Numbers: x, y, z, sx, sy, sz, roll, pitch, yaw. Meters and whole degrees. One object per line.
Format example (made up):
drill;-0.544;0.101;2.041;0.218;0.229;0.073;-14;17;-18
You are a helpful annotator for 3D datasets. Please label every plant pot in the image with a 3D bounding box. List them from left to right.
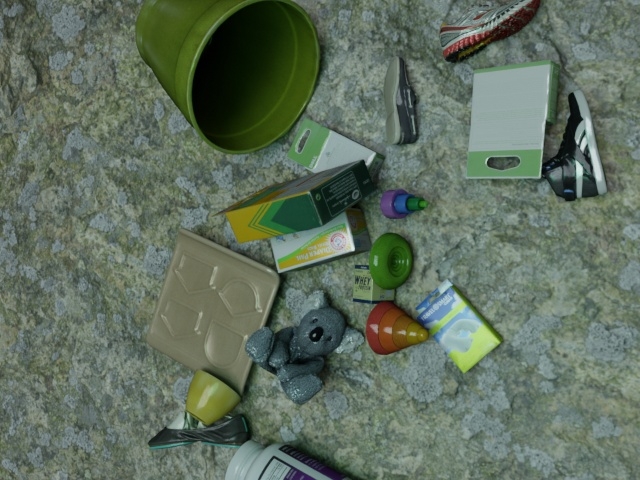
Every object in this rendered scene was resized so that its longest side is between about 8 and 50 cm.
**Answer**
plant pot;-0.276;0.393;1.573;0.134;0.134;0.095;23;63;24
plant pot;-0.254;-0.446;1.527;0.353;0.366;0.367;37;104;33

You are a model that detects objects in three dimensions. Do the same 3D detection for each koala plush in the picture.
koala plush;-0.028;0.237;1.487;0.196;0.203;0.221;43;85;11

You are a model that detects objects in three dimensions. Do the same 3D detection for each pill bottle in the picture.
pill bottle;-0.053;0.583;1.461;0.322;0.181;0.182;20;97;25

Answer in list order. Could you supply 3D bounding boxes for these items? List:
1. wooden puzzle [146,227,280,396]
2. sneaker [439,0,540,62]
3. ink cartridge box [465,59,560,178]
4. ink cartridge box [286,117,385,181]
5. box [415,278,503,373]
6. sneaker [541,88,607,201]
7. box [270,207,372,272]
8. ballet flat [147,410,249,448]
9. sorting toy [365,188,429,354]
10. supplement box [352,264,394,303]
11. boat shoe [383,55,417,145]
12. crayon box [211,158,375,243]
wooden puzzle;-0.270;0.177;1.641;0.322;0.080;0.348;23;103;24
sneaker;0.352;-0.470;1.357;0.225;0.088;0.093;-23;77;23
ink cartridge box;0.394;-0.243;1.325;0.171;0.056;0.235;5;91;41
ink cartridge box;0.035;-0.196;1.512;0.209;0.062;0.109;31;101;24
box;0.293;0.182;1.387;0.109;0.042;0.178;-46;71;17
sneaker;0.490;-0.186;1.286;0.121;0.079;0.217;-13;83;24
box;0.000;0.000;1.493;0.203;0.114;0.103;-17;83;23
ballet flat;-0.310;0.482;1.644;0.280;0.095;0.096;-6;75;15
sorting toy;0.187;0.072;1.375;0.126;0.127;0.366;3;90;50
supplement box;0.121;0.098;1.442;0.056;0.083;0.083;3;89;44
boat shoe;0.186;-0.316;1.459;0.064;0.075;0.206;2;82;-17
crayon box;-0.064;-0.081;1.442;0.322;0.203;0.083;-9;108;44
